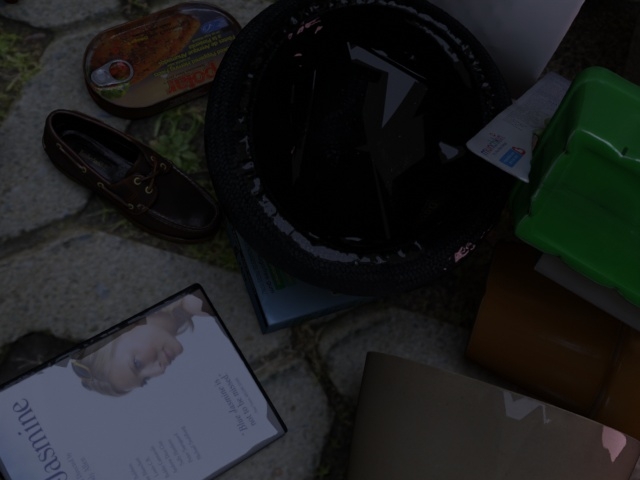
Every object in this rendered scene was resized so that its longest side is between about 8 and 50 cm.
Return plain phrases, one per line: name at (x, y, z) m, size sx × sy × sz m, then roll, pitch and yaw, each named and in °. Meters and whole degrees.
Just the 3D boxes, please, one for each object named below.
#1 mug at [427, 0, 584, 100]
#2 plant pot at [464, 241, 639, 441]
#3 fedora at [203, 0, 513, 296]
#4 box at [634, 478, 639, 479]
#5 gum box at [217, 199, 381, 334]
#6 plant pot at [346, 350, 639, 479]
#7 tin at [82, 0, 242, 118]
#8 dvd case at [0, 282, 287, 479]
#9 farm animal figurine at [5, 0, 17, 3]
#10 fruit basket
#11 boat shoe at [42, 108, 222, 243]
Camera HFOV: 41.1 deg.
mug at (0.143, -0.348, 0.928) m, size 0.328 × 0.374 × 0.276 m, roll 28°, pitch 102°, yaw 4°
plant pot at (0.256, 0.087, 0.884) m, size 0.187 × 0.205 × 0.205 m, roll 15°, pitch 65°, yaw 9°
fedora at (0.032, -0.089, 0.861) m, size 0.333 × 0.152 × 0.334 m, roll 5°, pitch 69°, yaw -12°
box at (0.380, 0.329, 0.866) m, size 0.130 × 0.091 × 0.171 m, roll 1°, pitch 69°, yaw -13°
gum box at (0.000, 0.000, 0.927) m, size 0.184 × 0.041 × 0.157 m, roll -16°, pitch 73°, yaw -19°
plant pot at (0.121, 0.270, 0.760) m, size 0.256 × 0.256 × 0.274 m, roll 20°, pitch 80°, yaw -6°
tin at (-0.174, -0.203, 0.967) m, size 0.189 × 0.040 × 0.106 m, roll -25°, pitch 73°, yaw -21°
dvd case at (-0.183, 0.173, 0.825) m, size 0.253 × 0.022 × 0.180 m, roll -28°, pitch 78°, yaw -22°
farm animal figurine at (-0.475, -0.373, 0.882) m, size 0.330 × 0.172 × 0.327 m, roll 42°, pitch 66°, yaw 4°
fruit basket at (0.318, -0.044, 0.794) m, size 0.327 × 0.165 × 0.353 m, roll 31°, pitch 24°, yaw 12°
boat shoe at (-0.196, -0.066, 0.888) m, size 0.207 × 0.073 × 0.073 m, roll 27°, pitch 64°, yaw -4°
